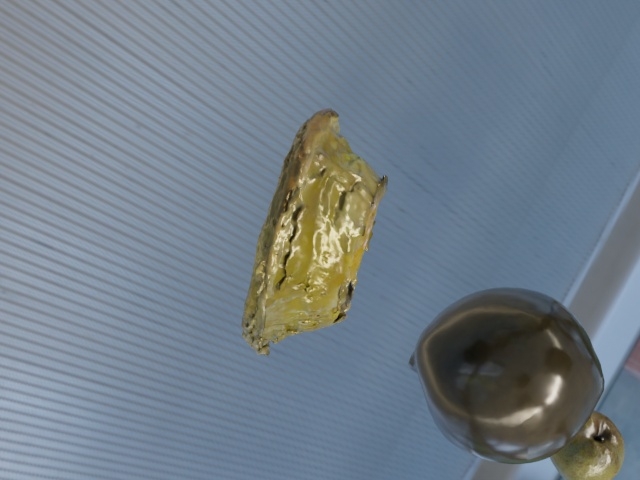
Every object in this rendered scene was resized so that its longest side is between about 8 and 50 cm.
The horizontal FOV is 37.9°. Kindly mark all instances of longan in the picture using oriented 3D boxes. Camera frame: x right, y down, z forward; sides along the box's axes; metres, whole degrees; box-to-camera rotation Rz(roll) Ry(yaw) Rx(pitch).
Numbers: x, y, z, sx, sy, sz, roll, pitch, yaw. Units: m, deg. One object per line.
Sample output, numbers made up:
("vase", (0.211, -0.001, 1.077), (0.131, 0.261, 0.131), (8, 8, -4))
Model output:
("longan", (0.284, 0.212, 1.458), (0.288, 0.288, 0.350), (-46, 172, -16))

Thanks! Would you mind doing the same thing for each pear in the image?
("pear", (0.565, 0.440, 1.981), (0.167, 0.167, 0.136), (-20, 160, -38))

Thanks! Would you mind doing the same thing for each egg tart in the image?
("egg tart", (0.000, 0.000, 1.104), (0.315, 0.120, 0.314), (18, 90, -85))
